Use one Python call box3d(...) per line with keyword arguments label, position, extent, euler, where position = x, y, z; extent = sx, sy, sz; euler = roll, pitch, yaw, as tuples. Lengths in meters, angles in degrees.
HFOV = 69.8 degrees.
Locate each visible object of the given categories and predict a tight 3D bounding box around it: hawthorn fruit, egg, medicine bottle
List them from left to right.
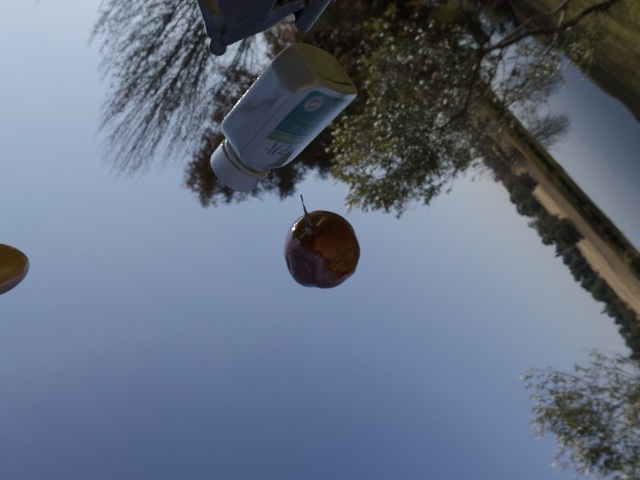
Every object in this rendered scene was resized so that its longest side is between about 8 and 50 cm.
box3d(label="egg", position=(-0.447, 0.039, 0.616), extent=(0.096, 0.080, 0.080), euler=(-1, -132, -34))
box3d(label="medicine bottle", position=(-0.051, -0.135, 0.533), extent=(0.069, 0.183, 0.119), euler=(57, -149, 8))
box3d(label="hawthorn fruit", position=(-0.003, 0.016, 0.826), extent=(0.149, 0.149, 0.189), euler=(53, -173, 16))

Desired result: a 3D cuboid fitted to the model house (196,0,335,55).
box3d(label="model house", position=(-0.042, -0.262, 0.365), extent=(0.122, 0.188, 0.230), euler=(13, -124, -39))
